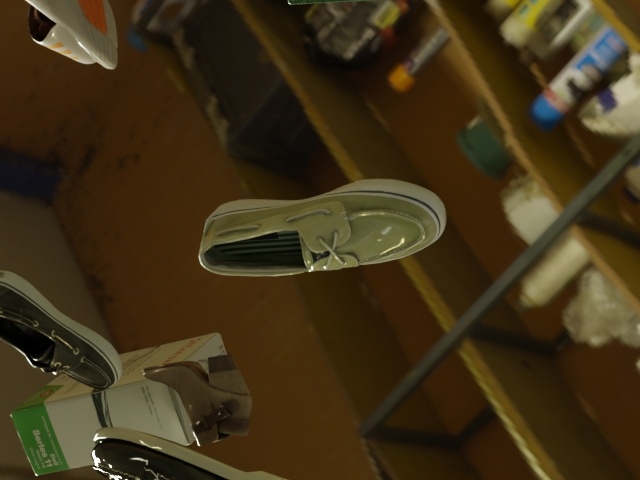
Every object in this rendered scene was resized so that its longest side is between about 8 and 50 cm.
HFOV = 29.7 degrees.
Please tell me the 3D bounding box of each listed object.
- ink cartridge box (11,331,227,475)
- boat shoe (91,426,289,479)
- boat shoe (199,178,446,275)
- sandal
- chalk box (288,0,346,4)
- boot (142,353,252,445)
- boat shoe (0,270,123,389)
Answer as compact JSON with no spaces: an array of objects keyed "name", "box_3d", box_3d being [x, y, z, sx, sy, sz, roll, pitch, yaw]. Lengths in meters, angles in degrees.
[{"name":"ink cartridge box","box_3d":[-0.217,0.185,1.378,0.153,0.208,0.086,-38,-69,-66]},{"name":"boat shoe","box_3d":[-0.103,0.258,1.100,0.340,0.113,0.127,11,159,34]},{"name":"boat shoe","box_3d":[0.000,0.000,1.448,0.094,0.302,0.109,-73,-28,-54]},{"name":"sandal","box_3d":[-0.342,-0.297,1.512,0.265,0.076,0.102,39,-138,-61]},{"name":"chalk box","box_3d":[0.067,-0.313,1.082,0.180,0.179,0.289,1,-159,18]},{"name":"boot","box_3d":[-0.124,0.163,1.219,0.042,0.118,0.087,1,-101,-61]},{"name":"boat shoe","box_3d":[-0.207,0.078,0.914,0.142,0.049,0.040,46,-141,-35]}]
